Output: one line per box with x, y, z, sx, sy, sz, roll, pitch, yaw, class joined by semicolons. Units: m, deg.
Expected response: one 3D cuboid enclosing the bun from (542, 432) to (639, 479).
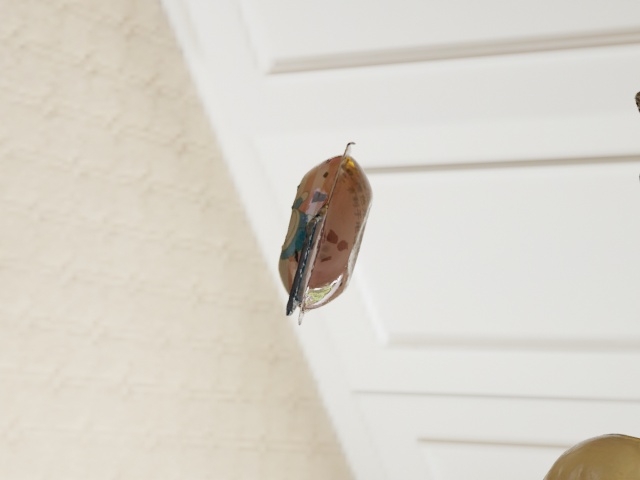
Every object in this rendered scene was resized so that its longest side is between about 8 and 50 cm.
0.173;0.189;0.973;0.094;0.138;0.138;-36;121;-32;bun

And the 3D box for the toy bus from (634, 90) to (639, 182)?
0.232;-0.059;1.034;0.051;0.061;0.153;-31;139;-14;toy bus

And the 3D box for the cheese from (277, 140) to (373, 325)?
0.000;0.000;1.620;0.286;0.074;0.189;-57;161;-75;cheese
